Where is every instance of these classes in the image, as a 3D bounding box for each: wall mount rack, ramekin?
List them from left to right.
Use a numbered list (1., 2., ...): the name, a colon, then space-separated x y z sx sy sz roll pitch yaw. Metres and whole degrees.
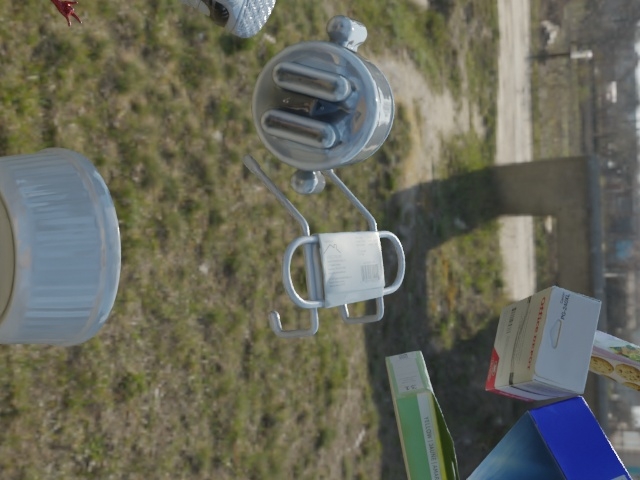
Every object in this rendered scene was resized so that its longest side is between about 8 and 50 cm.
1. ramekin: -0.386 0.012 1.083 0.127 0.273 0.272 -4 93 -48
2. wall mount rack: 0.000 0.000 1.404 0.350 0.130 0.304 -3 86 -54

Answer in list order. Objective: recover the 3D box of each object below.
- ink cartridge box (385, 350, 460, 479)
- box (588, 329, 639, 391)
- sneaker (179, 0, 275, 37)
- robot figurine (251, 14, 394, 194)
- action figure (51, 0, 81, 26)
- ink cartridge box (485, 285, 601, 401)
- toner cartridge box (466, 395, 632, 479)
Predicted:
1. ink cartridge box: 0.127 0.258 1.004 0.235 0.056 0.171 -89 168 -73
2. box: 0.675 0.272 1.635 0.063 0.324 0.067 -32 136 -46
3. sneaker: -0.183 -0.388 0.982 0.137 0.210 0.366 -62 163 -13
4. robot figurine: 0.011 -0.216 1.364 0.353 0.200 0.300 -32 141 -75
5. action figure: -0.373 -0.313 0.987 0.139 0.091 0.280 49 43 -4
6. ink cartridge box: 0.253 0.123 0.961 0.150 0.063 0.109 125 -18 -73
7. toner cartridge box: 0.239 0.337 0.966 0.348 0.075 0.165 108 -34 -49
